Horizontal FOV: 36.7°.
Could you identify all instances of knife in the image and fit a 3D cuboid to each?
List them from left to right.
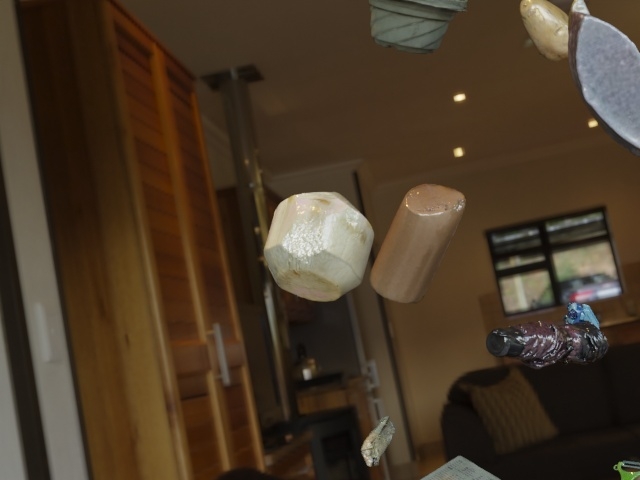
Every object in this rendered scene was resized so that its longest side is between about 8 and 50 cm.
[{"bbox_3d":[0.656,0.555,2.096,0.078,0.166,0.022,-6,-42,48],"label":"knife"}]

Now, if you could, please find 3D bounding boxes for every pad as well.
[{"bbox_3d":[0.319,0.506,1.869,0.159,0.009,0.265,-21,31,-37],"label":"pad"}]

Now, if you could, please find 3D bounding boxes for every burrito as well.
[{"bbox_3d":[0.118,0.403,1.947,0.042,0.051,0.171,-3,10,21],"label":"burrito"}]

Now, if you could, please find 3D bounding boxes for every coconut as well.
[{"bbox_3d":[-0.003,0.000,2.038,0.241,0.241,0.241,-11,-8,-2],"label":"coconut"}]

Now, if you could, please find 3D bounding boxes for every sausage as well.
[{"bbox_3d":[0.190,0.002,1.909,0.123,0.123,0.253,-7,-45,-31],"label":"sausage"}]

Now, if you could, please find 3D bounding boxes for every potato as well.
[{"bbox_3d":[0.671,-0.610,2.822,0.235,0.161,0.128,26,-52,-38],"label":"potato"}]

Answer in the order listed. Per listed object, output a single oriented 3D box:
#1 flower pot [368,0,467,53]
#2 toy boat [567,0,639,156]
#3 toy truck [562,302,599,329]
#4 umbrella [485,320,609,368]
[{"bbox_3d":[0.189,-0.476,2.042,0.235,0.140,0.235,10,21,-4],"label":"flower pot"},{"bbox_3d":[0.480,-0.281,1.634,0.111,0.276,0.293,-28,19,13],"label":"toy boat"},{"bbox_3d":[0.656,0.198,2.412,0.090,0.073,0.056,15,28,6],"label":"toy truck"},{"bbox_3d":[0.441,0.198,1.851,0.326,0.090,0.094,5,11,-41],"label":"umbrella"}]
